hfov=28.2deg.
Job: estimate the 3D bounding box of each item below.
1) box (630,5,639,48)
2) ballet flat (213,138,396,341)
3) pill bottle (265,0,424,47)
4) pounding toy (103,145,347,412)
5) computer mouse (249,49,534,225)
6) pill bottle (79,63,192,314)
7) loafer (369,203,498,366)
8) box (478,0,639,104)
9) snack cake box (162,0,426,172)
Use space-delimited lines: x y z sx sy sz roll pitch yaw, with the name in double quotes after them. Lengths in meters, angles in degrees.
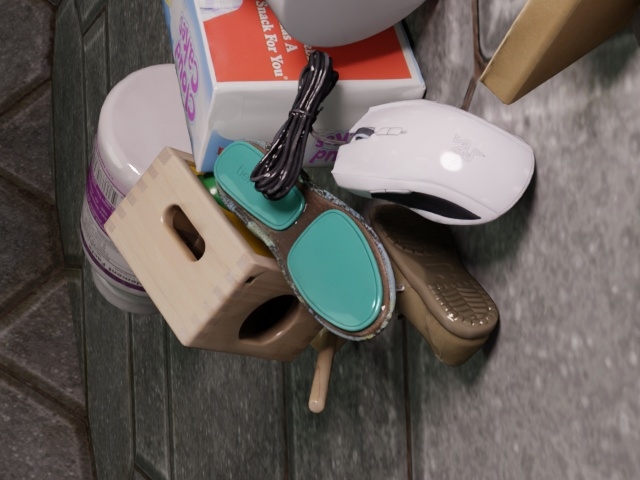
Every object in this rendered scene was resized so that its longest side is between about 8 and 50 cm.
0.204 -0.081 0.331 0.290 0.087 0.169 120 143 -59 "box"
0.000 0.000 0.838 0.188 0.070 0.070 52 144 35 "ballet flat"
-0.029 -0.274 0.851 0.278 0.162 0.162 59 151 24 "pill bottle"
-0.025 0.033 0.958 0.094 0.206 0.181 -50 57 17 "pounding toy"
0.041 -0.060 0.772 0.193 0.042 0.106 15 67 40 "computer mouse"
-0.172 -0.040 1.384 0.301 0.169 0.169 117 146 -57 "pill bottle"
0.065 0.027 0.830 0.148 0.056 0.050 -116 36 -52 "loafer"
0.144 -0.140 0.415 0.021 0.164 0.201 49 150 11 "box"
-0.034 -0.178 0.963 0.089 0.152 0.264 109 154 -49 "snack cake box"
